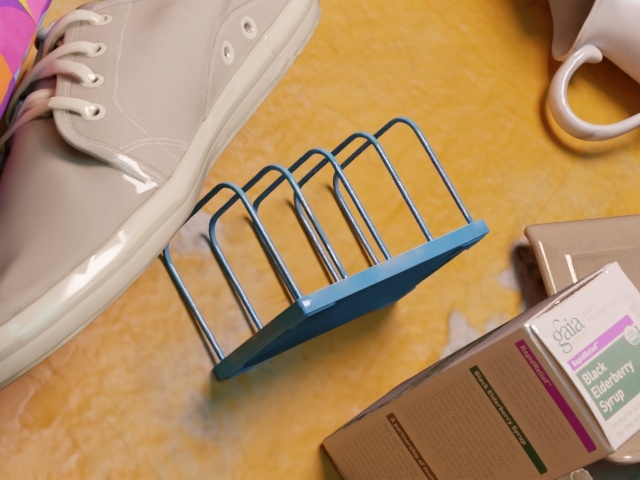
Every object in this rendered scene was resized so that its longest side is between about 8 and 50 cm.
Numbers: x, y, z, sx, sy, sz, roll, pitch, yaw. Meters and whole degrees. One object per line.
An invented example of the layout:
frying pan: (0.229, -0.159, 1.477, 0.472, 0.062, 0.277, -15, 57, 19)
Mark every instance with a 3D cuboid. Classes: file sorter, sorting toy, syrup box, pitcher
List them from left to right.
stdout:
file sorter: (0.000, 0.000, 1.240, 0.170, 0.118, 0.104, -22, 79, -38)
syrup box: (0.114, 0.110, 1.186, 0.093, 0.237, 0.096, -32, 88, -40)
sorting toy: (0.245, 0.073, 1.415, 0.347, 0.047, 0.196, -5, 68, -34)
pitcher: (0.281, -0.150, 1.504, 0.207, 0.125, 0.178, 12, 77, -17)

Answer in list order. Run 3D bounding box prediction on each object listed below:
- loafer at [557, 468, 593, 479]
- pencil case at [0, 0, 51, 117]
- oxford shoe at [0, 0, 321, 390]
loafer: (0.224, 0.250, 1.287, 0.251, 0.094, 0.087, 50, 55, -5)
pencil case: (-0.222, -0.135, 1.121, 0.104, 0.104, 0.236, 29, 50, -20)
oxford shoe: (-0.139, -0.065, 1.142, 0.130, 0.169, 0.449, 50, 43, -20)
